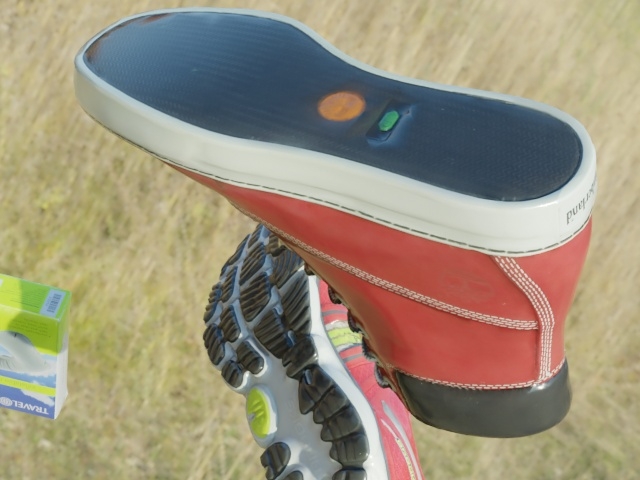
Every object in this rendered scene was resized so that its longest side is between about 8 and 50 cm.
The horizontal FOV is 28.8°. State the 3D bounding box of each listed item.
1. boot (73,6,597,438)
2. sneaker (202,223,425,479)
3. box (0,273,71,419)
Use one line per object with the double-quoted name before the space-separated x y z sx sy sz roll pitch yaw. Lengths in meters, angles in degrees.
"boot" 0.000 0.000 0.558 0.244 0.176 0.088 23 52 26
"sneaker" 0.001 0.098 0.873 0.118 0.107 0.279 31 29 -41
"box" -0.297 0.105 1.192 0.109 0.178 0.042 14 45 0
